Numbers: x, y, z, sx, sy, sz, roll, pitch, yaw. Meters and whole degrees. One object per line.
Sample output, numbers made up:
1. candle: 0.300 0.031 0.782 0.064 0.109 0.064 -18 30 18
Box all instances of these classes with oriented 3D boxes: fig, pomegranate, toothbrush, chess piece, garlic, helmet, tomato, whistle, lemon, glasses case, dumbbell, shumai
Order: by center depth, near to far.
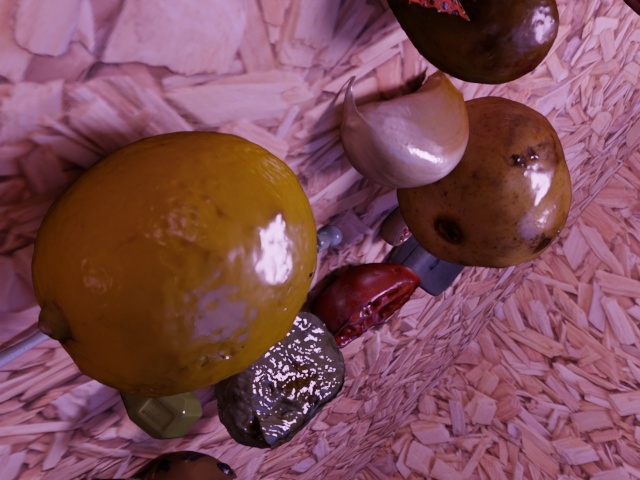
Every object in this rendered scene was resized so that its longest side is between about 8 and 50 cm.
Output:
1. lemon: -0.134 0.018 0.882 0.284 0.260 0.260 -8 137 -58
2. fig: 0.144 -0.283 1.000 0.290 0.190 0.190 19 114 -50
3. toothbrush: -0.290 0.090 1.025 0.263 0.026 0.022 -33 124 -31
4. garlic: 0.112 -0.152 1.260 0.245 0.145 0.164 -18 113 -51
5. dumbbell: -0.151 0.143 1.277 0.302 0.121 0.108 -47 -171 3
6. whistle: 0.000 0.000 1.418 0.100 0.035 0.035 -23 149 -45
7. pomegranate: 0.258 -0.088 1.446 0.281 0.281 0.281 -40 159 -19
8. shumai: -0.093 0.247 1.553 0.256 0.189 0.218 -32 177 -37
9. helmet: -0.257 0.454 1.624 0.198 0.130 0.224 -47 175 15
10. chess piece: 0.147 -0.028 1.654 0.083 0.038 0.083 -40 157 -20
11. tomato: 0.065 0.109 1.670 0.228 0.101 0.228 -33 161 -13
12. glasses case: 0.236 0.039 1.905 0.131 0.074 0.323 -49 160 3

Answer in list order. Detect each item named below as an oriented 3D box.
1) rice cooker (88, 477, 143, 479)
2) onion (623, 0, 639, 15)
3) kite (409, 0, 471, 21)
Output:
1. rice cooker: -0.339 0.481 1.403 0.226 0.226 0.244 -48 161 3
2. onion: 0.557 -0.455 1.237 0.348 0.348 0.385 -51 161 13
3. kite: 0.062 -0.304 0.916 0.008 0.222 0.125 -163 -99 -70
